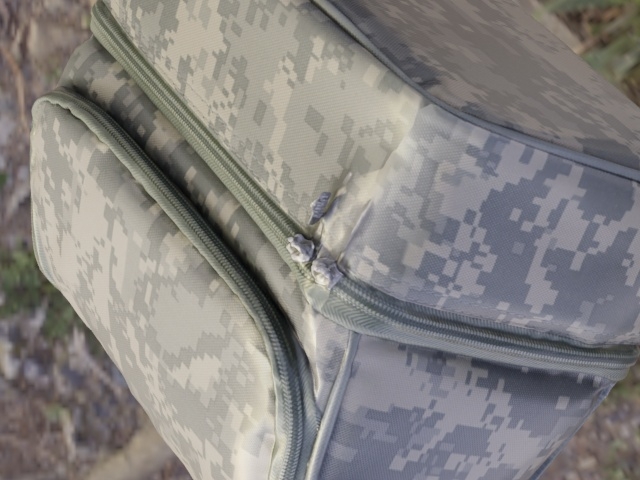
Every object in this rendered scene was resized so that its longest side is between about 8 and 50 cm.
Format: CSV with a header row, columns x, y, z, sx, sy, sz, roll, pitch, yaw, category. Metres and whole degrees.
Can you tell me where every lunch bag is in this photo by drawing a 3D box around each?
x,y,z,sx,sy,sz,roll,pitch,yaw,category
0.000,0.000,0.866,0.213,0.305,0.256,8,118,-42,lunch bag
